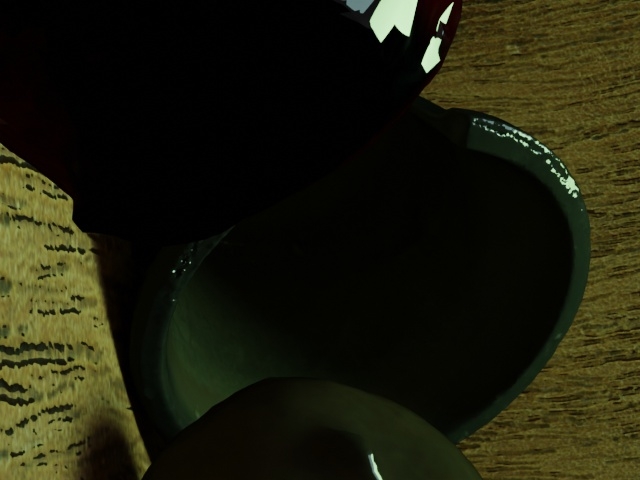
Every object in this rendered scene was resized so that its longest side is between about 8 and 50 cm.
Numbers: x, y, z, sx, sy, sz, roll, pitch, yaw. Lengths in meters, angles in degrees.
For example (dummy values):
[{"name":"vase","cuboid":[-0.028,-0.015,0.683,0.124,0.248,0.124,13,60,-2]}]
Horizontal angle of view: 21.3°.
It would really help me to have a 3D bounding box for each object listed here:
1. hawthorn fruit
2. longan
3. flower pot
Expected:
[{"name":"hawthorn fruit","cuboid":[-0.069,-0.149,0.827,0.316,0.316,0.316,-5,90,-85]},{"name":"longan","cuboid":[-0.002,0.238,1.177,0.297,0.297,0.297,-5,90,-85]},{"name":"flower pot","cuboid":[0.000,0.000,1.393,0.251,0.379,0.379,-122,-163,-47]}]
